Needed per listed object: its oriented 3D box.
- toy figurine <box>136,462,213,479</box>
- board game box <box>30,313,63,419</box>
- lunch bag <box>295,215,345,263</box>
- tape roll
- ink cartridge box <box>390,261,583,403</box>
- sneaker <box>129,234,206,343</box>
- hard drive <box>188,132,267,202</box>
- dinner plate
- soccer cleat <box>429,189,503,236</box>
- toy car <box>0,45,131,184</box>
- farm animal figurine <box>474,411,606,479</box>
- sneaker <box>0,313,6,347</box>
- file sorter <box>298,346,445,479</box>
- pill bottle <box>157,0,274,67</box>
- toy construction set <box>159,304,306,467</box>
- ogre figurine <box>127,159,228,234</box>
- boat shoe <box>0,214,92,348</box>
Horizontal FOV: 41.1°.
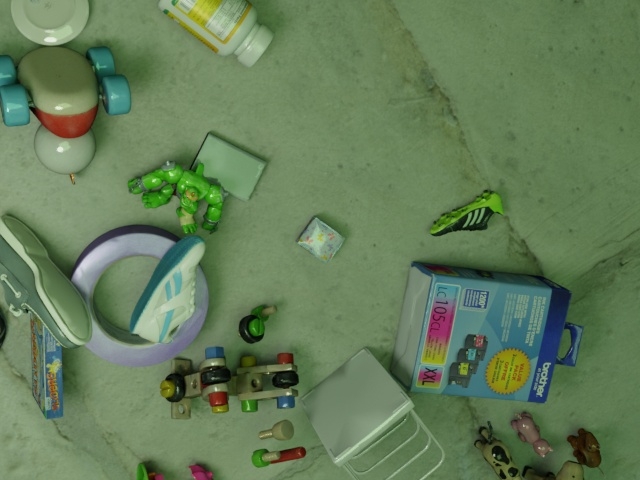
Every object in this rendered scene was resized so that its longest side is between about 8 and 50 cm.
[{"bbox_3d":[-0.304,0.545,1.827,0.159,0.130,0.173,-3,125,-23],"label":"toy figurine"},{"bbox_3d":[-0.538,0.231,1.675,0.035,0.136,0.201,-4,103,-28],"label":"board game box"},{"bbox_3d":[0.000,0.000,1.802,0.083,0.053,0.071,35,90,-9],"label":"lunch bag"},{"bbox_3d":[-0.365,0.110,1.717,0.274,0.090,0.275,-3,103,-14],"label":"tape roll"},{"bbox_3d":[0.380,0.205,1.893,0.395,0.151,0.270,7,101,-17],"label":"ink cartridge box"},{"bbox_3d":[-0.279,0.094,1.649,0.092,0.087,0.229,28,102,-25],"label":"sneaker"},{"bbox_3d":[-0.189,-0.148,1.737,0.135,0.022,0.094,26,95,-18],"label":"hard drive"},{"bbox_3d":[-0.501,-0.432,1.579,0.141,0.017,0.141,1,84,-7],"label":"dinner plate"},{"bbox_3d":[0.324,-0.044,1.868,0.178,0.060,0.072,-29,109,-9],"label":"soccer cleat"},{"bbox_3d":[-0.483,-0.217,1.592,0.219,0.210,0.238,-11,133,-25],"label":"toy car"},{"bbox_3d":[0.527,0.576,1.995,0.330,0.172,0.327,0,102,-14],"label":"farm animal figurine"},{"bbox_3d":[-0.665,0.221,1.673,0.067,0.078,0.188,17,97,-17],"label":"sneaker"},{"bbox_3d":[0.108,0.393,1.801,0.193,0.277,0.173,-38,112,-3],"label":"file sorter"},{"bbox_3d":[-0.194,-0.426,1.624,0.208,0.117,0.118,35,92,-18],"label":"pill bottle"},{"bbox_3d":[-0.187,0.334,1.766,0.237,0.257,0.309,-23,91,37],"label":"toy construction set"},{"bbox_3d":[-0.270,-0.092,1.685,0.197,0.097,0.118,40,128,-6],"label":"ogre figurine"},{"bbox_3d":[-0.536,0.093,1.595,0.099,0.116,0.319,-44,67,8],"label":"boat shoe"}]
